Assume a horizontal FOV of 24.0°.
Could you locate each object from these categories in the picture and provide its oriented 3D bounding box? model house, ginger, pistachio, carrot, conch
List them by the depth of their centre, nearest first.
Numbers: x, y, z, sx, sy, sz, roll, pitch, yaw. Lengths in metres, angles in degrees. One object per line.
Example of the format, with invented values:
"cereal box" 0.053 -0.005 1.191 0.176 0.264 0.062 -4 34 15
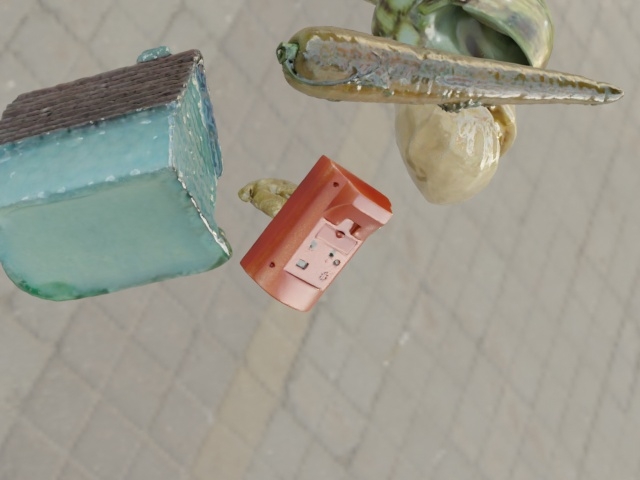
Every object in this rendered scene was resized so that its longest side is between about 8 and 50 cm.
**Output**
"carrot" 0.089 -0.106 0.977 0.254 0.049 0.049 3 77 -22
"conch" 0.137 -0.215 1.456 0.181 0.187 0.124 26 71 -1
"pistachio" 0.152 -0.130 1.782 0.229 0.157 0.157 87 15 -61
"ginger" -0.010 -0.039 1.803 0.193 0.176 0.053 -91 -157 -85
"model house" -0.264 -0.101 1.841 0.230 0.280 0.249 65 17 -53

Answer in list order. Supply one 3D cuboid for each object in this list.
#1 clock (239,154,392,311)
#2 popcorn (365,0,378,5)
"clock" 0.000 0.000 1.610 0.155 0.061 0.113 -51 139 8
"popcorn" 0.097 -0.375 1.815 0.212 0.198 0.198 -22 100 -18
